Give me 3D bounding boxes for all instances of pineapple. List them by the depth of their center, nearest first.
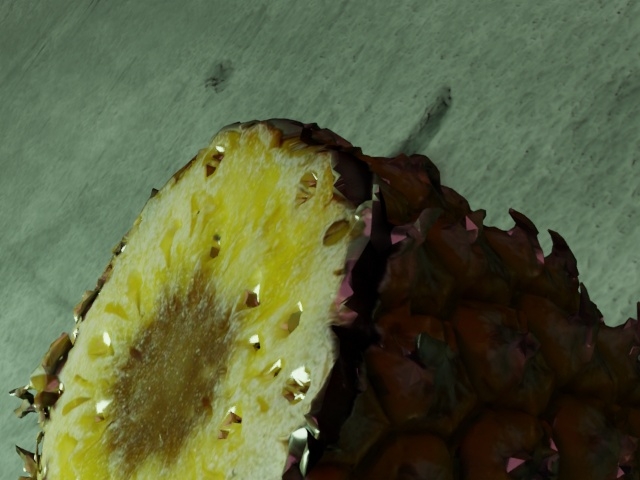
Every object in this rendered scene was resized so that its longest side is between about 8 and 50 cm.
[{"bbox_3d":[0.020,0.128,0.853,0.352,0.300,0.352,-34,36,29],"label":"pineapple"}]
